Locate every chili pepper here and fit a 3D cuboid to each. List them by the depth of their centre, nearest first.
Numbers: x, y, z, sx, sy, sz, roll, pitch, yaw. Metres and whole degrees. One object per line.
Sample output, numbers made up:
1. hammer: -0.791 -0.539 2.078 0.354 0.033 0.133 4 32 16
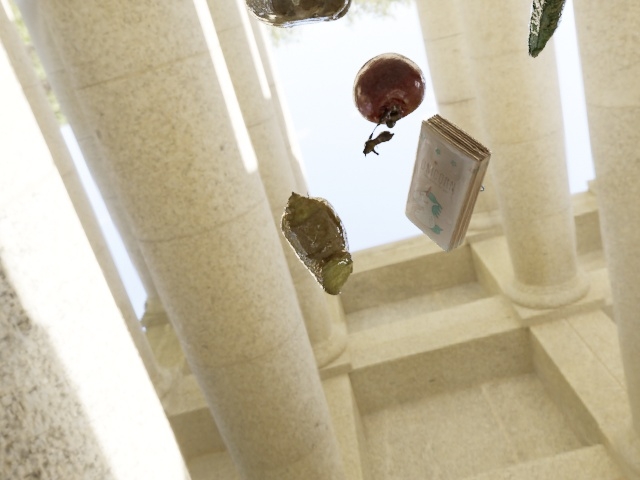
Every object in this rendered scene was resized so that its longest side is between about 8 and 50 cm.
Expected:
1. chili pepper: 0.314 -0.331 0.879 0.059 0.227 0.088 19 -114 14

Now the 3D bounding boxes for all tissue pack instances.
1. tissue pack: 0.291 -0.128 1.506 0.071 0.325 0.170 -32 -121 -24

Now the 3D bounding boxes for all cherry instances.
1. cherry: 0.097 -0.188 0.876 0.107 0.090 0.225 -12 -141 9

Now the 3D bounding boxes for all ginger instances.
1. ginger: 0.000 0.000 1.514 0.138 0.267 0.152 -30 -176 -3

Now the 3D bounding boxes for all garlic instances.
1. garlic: -0.047 -0.500 1.252 0.228 0.152 0.228 -2 -174 0

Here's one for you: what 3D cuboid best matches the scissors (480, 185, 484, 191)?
1. scissors: 0.351 -0.150 1.558 0.058 0.119 0.014 -2 -120 46
